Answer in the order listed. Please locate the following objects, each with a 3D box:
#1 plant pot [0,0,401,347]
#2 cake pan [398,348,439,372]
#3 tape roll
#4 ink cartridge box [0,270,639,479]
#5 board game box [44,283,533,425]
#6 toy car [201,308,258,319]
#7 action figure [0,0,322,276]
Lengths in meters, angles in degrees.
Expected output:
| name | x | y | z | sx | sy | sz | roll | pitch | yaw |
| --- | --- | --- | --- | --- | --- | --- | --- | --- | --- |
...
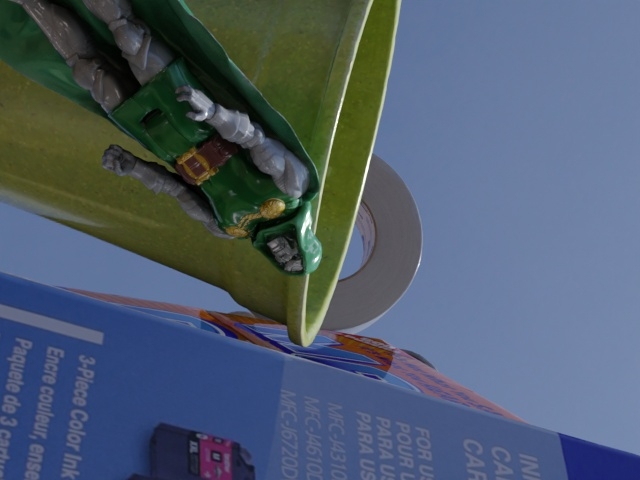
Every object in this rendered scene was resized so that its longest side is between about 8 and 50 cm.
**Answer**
| name | x | y | z | sx | sy | sz | roll | pitch | yaw |
| --- | --- | --- | --- | --- | --- | --- | --- | --- | --- |
| plant pot | -0.097 | -0.092 | 0.946 | 0.254 | 0.276 | 0.276 | 14 | -53 | 6 |
| cake pan | 0.031 | 0.243 | 1.354 | 0.054 | 0.293 | 0.293 | 15 | -43 | -28 |
| tape roll | 0.000 | 0.000 | 1.567 | 0.219 | 0.219 | 0.072 | 34 | -17 | 1 |
| ink cartridge box | -0.047 | 0.168 | 0.504 | 0.395 | 0.151 | 0.270 | 17 | -43 | -18 |
| board game box | -0.071 | 0.260 | 1.056 | 0.356 | 0.356 | 0.356 | 11 | -84 | -25 |
| toy car | -0.086 | 0.139 | 1.682 | 0.188 | 0.149 | 0.155 | 14 | -64 | -23 |
| action figure | -0.078 | -0.067 | 0.746 | 0.232 | 0.063 | 0.137 | 46 | -49 | -15 |
